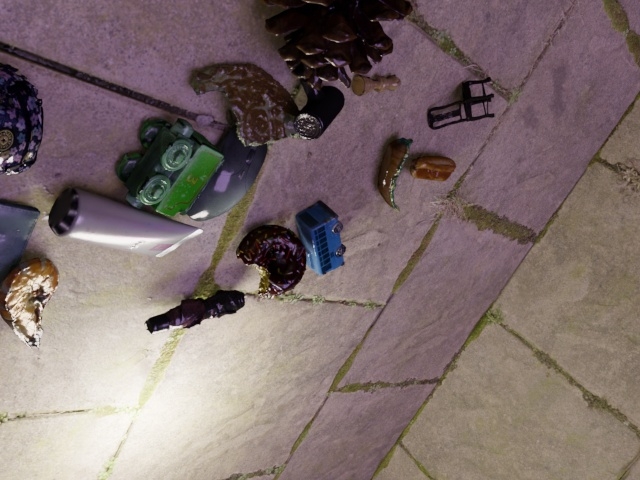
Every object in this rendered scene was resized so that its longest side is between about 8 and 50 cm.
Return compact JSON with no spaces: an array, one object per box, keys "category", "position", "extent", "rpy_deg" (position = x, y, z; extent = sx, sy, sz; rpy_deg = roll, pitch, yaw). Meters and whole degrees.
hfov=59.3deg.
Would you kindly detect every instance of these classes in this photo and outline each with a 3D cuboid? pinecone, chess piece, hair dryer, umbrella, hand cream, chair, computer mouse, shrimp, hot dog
[{"category":"pinecone","position":[0.039,-0.512,1.284],"extent":[0.384,0.384,0.384],"rpy_deg":[-25,137,-26]},{"category":"chess piece","position":[0.175,-0.470,1.687],"extent":[0.172,0.060,0.060],"rpy_deg":[-17,133,-36]},{"category":"hair dryer","position":[-0.034,-0.413,1.488],"extent":[0.251,0.089,0.197],"rpy_deg":[65,33,-28]},{"category":"umbrella","position":[-0.381,0.217,1.733],"extent":[0.326,0.094,0.090],"rpy_deg":[-12,174,-38]},{"category":"hand cream","position":[-0.485,-0.027,1.401],"extent":[0.185,0.118,0.359],"rpy_deg":[-30,150,28]},{"category":"chair","position":[0.486,-0.475,1.959],"extent":[0.229,0.113,0.106],"rpy_deg":[-8,140,12]},{"category":"computer mouse","position":[-0.228,-0.201,1.514],"extent":[0.379,0.090,0.167],"rpy_deg":[-55,142,5]},{"category":"shrimp","position":[-0.706,0.156,1.386],"extent":[0.164,0.062,0.316],"rpy_deg":[-45,161,-41]},{"category":"hot dog","position":[0.409,-0.268,2.060],"extent":[0.249,0.076,0.102],"rpy_deg":[-3,137,-43]}]

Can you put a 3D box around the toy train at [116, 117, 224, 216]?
[{"category":"toy train","position":[-0.368,-0.177,1.376],"extent":[0.243,0.132,0.188],"rpy_deg":[-53,149,7]}]

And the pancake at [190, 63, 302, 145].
[{"category":"pancake","position":[-0.171,-0.334,1.443],"extent":[0.377,0.054,0.197],"rpy_deg":[27,77,-42]}]

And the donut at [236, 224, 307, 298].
[{"category":"donut","position":[-0.136,0.061,1.738],"extent":[0.216,0.096,0.230],"rpy_deg":[-23,97,-26]}]

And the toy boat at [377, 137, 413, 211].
[{"category":"toy boat","position":[0.249,-0.218,1.936],"extent":[0.099,0.108,0.292],"rpy_deg":[-1,128,-9]}]

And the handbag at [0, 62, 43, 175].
[{"category":"handbag","position":[-0.625,-0.212,1.065],"extent":[0.208,0.127,0.228],"rpy_deg":[-40,150,-61]}]

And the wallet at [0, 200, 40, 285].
[{"category":"wallet","position":[-0.784,0.029,1.223],"extent":[0.251,0.054,0.290],"rpy_deg":[15,107,-53]}]

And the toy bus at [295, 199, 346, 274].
[{"category":"toy bus","position":[0.000,0.000,1.880],"extent":[0.134,0.116,0.234],"rpy_deg":[-30,137,-20]}]
